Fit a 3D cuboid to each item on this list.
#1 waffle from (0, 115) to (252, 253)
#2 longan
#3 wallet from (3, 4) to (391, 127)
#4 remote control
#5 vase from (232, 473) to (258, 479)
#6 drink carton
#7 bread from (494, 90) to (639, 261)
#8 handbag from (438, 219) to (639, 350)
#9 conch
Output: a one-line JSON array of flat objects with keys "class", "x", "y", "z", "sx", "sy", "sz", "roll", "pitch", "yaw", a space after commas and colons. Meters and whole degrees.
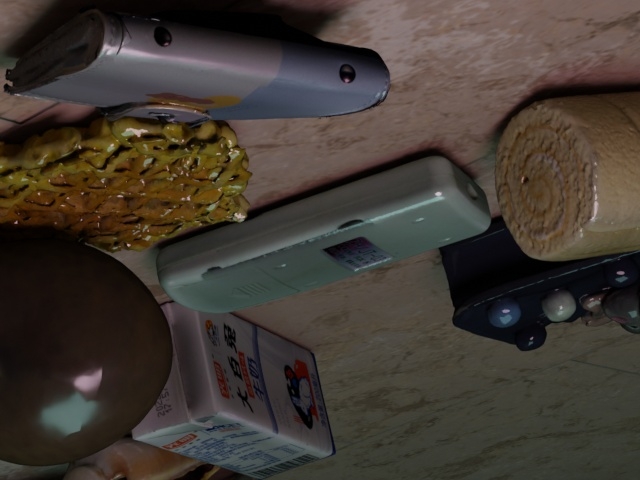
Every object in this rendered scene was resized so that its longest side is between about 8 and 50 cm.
[{"class": "waffle", "x": -0.177, "y": -0.039, "z": 1.500, "sx": 0.254, "sy": 0.052, "sz": 0.245, "roll": -14, "pitch": 162, "yaw": 7}, {"class": "longan", "x": -0.222, "y": 0.088, "z": 1.492, "sx": 0.212, "sy": 0.198, "sz": 0.198, "roll": -3, "pitch": 160, "yaw": -3}, {"class": "wallet", "x": -0.087, "y": -0.120, "z": 1.304, "sx": 0.231, "sy": 0.069, "sz": 0.170, "roll": 5, "pitch": 172, "yaw": -34}, {"class": "remote control", "x": 0.000, "y": 0.000, "z": 1.709, "sx": 0.296, "sy": 0.056, "sz": 0.140, "roll": -18, "pitch": 158, "yaw": 18}, {"class": "vase", "x": -0.260, "y": 0.425, "z": 2.488, "sx": 0.445, "sy": 0.250, "sz": 0.250, "roll": -8, "pitch": 161, "yaw": -26}, {"class": "drink carton", "x": -0.098, "y": 0.161, "z": 1.985, "sx": 0.106, "sy": 0.131, "sz": 0.315, "roll": -20, "pitch": 160, "yaw": 17}, {"class": "bread", "x": 0.240, "y": -0.056, "z": 1.591, "sx": 0.141, "sy": 0.134, "sz": 0.148, "roll": -7, "pitch": 172, "yaw": -29}, {"class": "handbag", "x": 0.306, "y": 0.025, "z": 1.895, "sx": 0.325, "sy": 0.118, "sz": 0.269, "roll": -19, "pitch": 161, "yaw": 22}, {"class": "conch", "x": -0.232, "y": 0.288, "z": 2.317, "sx": 0.255, "sy": 0.127, "sz": 0.158, "roll": -23, "pitch": 144, "yaw": -52}]
